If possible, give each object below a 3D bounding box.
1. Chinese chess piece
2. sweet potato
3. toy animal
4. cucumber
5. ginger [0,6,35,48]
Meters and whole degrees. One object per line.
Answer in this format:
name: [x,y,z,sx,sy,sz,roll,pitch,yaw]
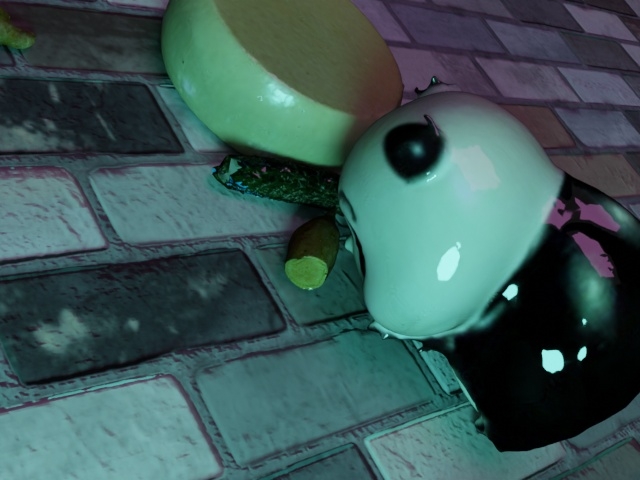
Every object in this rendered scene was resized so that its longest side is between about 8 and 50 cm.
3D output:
Chinese chess piece: [-0.038,-0.189,0.994,0.273,0.102,0.273,25,40,-24]
sweet potato: [0.000,0.000,0.876,0.049,0.049,0.117,38,35,-8]
toy animal: [0.155,0.006,0.859,0.310,0.251,0.251,49,33,-11]
cucumber: [0.005,-0.049,0.936,0.257,0.043,0.044,11,22,-34]
ginger: [-0.288,-0.189,0.806,0.097,0.030,0.048,-6,59,-50]
